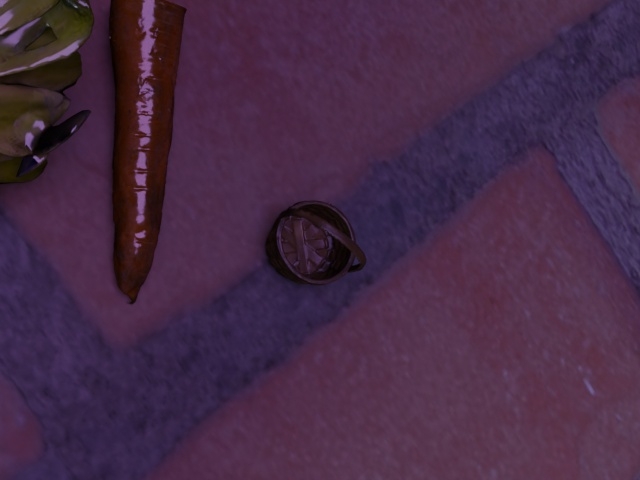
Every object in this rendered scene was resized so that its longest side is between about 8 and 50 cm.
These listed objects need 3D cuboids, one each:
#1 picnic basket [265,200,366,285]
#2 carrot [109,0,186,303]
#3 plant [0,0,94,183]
[{"bbox_3d":[0.000,0.000,0.623,0.072,0.083,0.072,2,84,-20],"label":"picnic basket"},{"bbox_3d":[-0.132,-0.066,0.598,0.057,0.057,0.224,4,86,-21],"label":"carrot"},{"bbox_3d":[-0.245,-0.078,0.443,0.261,0.297,0.306,-1,105,-46],"label":"plant"}]
